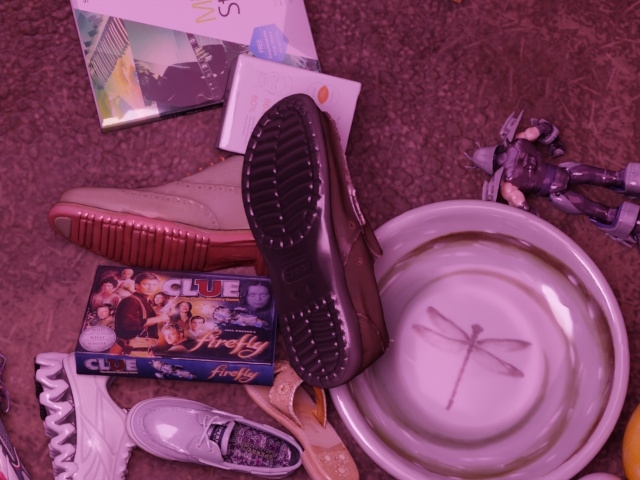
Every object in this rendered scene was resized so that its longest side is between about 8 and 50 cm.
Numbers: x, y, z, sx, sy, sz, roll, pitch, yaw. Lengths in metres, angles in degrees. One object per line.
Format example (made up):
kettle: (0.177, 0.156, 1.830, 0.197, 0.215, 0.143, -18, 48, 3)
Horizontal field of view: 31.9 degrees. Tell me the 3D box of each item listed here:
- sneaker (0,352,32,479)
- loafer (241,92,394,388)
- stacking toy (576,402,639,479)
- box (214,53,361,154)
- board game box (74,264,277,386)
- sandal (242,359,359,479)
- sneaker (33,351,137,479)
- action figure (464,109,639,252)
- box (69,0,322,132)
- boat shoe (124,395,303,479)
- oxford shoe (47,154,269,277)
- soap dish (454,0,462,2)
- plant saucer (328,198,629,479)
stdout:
sneaker: (-0.435, 0.188, 1.390, 0.112, 0.121, 0.299, -24, 82, -44)
loafer: (0.000, 0.000, 1.389, 0.130, 0.134, 0.366, 3, 76, -52)
stacking toy: (0.505, 0.266, 1.393, 0.480, 0.350, 0.350, -35, 78, 2)
box: (-0.047, -0.169, 1.522, 0.170, 0.091, 0.130, 13, 92, -12)
board game box: (-0.177, 0.106, 1.430, 0.243, 0.042, 0.165, 4, 39, -2)
sandal: (-0.015, 0.202, 1.402, 0.088, 0.079, 0.240, -2, 44, -45)
sneaker: (-0.277, 0.270, 1.384, 0.118, 0.110, 0.292, -9, 73, -18)
action figure: (0.336, -0.076, 1.563, 0.285, 0.099, 0.185, 18, 78, 4)
box: (-0.178, -0.298, 1.576, 0.322, 0.058, 0.232, -14, 88, -8)
boat shoe: (-0.126, 0.242, 1.388, 0.227, 0.081, 0.079, 18, 68, -17)
oxford shoe: (-0.155, -0.039, 1.486, 0.397, 0.140, 0.146, 7, 67, -14)
soap dish: (0.129, -0.515, 1.673, 0.291, 0.118, 0.229, 26, 71, 5)
plant saucer: (0.197, 0.148, 1.468, 0.400, 0.100, 0.400, 2, 71, -5)
